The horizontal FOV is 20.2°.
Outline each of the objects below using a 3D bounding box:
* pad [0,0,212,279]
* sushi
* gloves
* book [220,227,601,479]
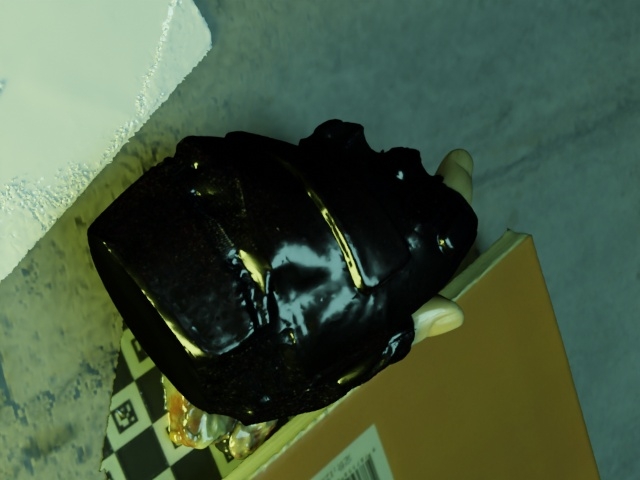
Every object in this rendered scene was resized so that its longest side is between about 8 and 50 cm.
[{"bbox_3d":[-0.154,-0.075,0.825,0.232,0.004,0.156,-51,126,-25],"label":"pad"},{"bbox_3d":[-0.050,0.078,0.923,0.126,0.026,0.120,7,91,-42],"label":"sushi"},{"bbox_3d":[0.000,0.000,0.891,0.203,0.124,0.164,-37,107,-21],"label":"gloves"},{"bbox_3d":[0.084,0.216,1.045,0.262,0.028,0.374,-39,123,-34],"label":"book"}]
